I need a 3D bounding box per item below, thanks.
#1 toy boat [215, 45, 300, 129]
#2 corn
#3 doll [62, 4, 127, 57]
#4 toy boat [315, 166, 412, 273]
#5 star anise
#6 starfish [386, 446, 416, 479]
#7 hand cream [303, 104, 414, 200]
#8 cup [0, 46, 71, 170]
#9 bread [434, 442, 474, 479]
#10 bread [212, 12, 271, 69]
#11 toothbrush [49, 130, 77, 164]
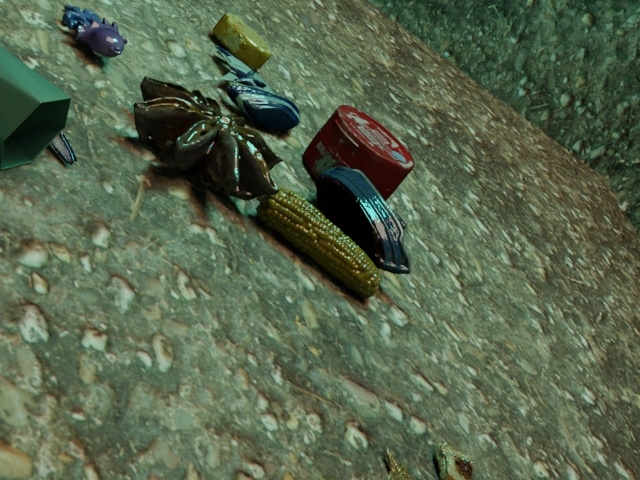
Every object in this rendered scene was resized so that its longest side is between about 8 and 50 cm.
[{"bbox_3d":[-0.167,-0.348,2.264,0.291,0.070,0.210,44,18,15],"label":"toy boat"},{"bbox_3d":[0.000,0.000,1.887,0.288,0.086,0.086,40,23,-10],"label":"corn"},{"bbox_3d":[-0.440,-0.408,1.949,0.110,0.067,0.206,-5,38,-41],"label":"doll"},{"bbox_3d":[0.096,-0.045,2.051,0.143,0.129,0.309,0,44,-42],"label":"toy boat"},{"bbox_3d":[-0.210,-0.181,1.841,0.332,0.117,0.331,31,17,-11],"label":"star anise"},{"bbox_3d":[0.118,0.356,1.529,0.086,0.016,0.092,11,43,-52],"label":"starfish"},{"bbox_3d":[0.084,-0.182,2.252,0.230,0.149,0.230,31,26,-17],"label":"hand cream"},{"bbox_3d":[-0.501,-0.227,1.471,0.236,0.148,0.134,39,-10,7],"label":"cup"},{"bbox_3d":[0.219,0.371,1.633,0.070,0.035,0.083,32,28,-18],"label":"bread"},{"bbox_3d":[-0.192,-0.482,2.453,0.149,0.073,0.122,47,18,7],"label":"bread"},{"bbox_3d":[-0.511,-0.273,1.634,0.035,0.042,0.413,-29,69,-27],"label":"toothbrush"}]
